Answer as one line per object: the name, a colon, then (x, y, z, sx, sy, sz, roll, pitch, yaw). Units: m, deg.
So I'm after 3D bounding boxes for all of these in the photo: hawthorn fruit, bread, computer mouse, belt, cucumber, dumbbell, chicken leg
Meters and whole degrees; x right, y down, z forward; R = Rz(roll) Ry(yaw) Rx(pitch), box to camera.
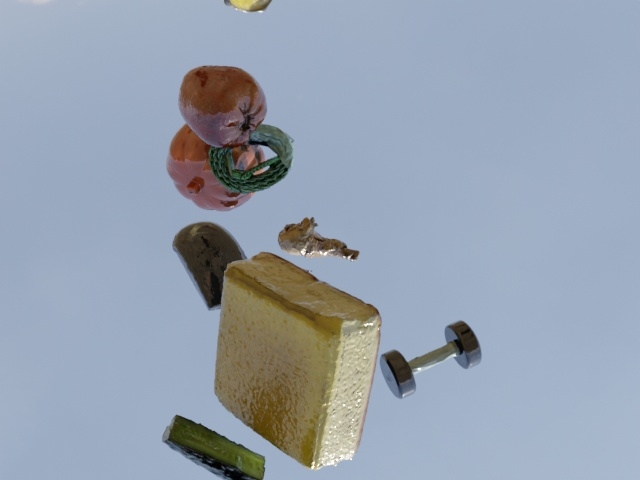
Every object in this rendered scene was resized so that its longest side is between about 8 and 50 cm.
hawthorn fruit: (-0.159, -0.217, 1.285, 0.138, 0.133, 0.133, 37, -123, 23)
bread: (-0.055, 0.222, 1.530, 0.323, 0.333, 0.143, 28, -150, 37)
computer mouse: (-0.294, 0.055, 2.250, 0.170, 0.269, 0.100, -27, 170, -24)
belt: (-0.115, -0.143, 1.376, 0.151, 0.121, 0.079, -9, -179, -5)
cucumber: (-0.208, 0.412, 1.540, 0.062, 0.211, 0.078, -51, -161, 27)
dumbbell: (0.223, 0.241, 1.632, 0.191, 0.100, 0.100, -21, -146, -12)
chicken leg: (-0.001, 0.002, 1.972, 0.207, 0.101, 0.085, 15, -163, -6)

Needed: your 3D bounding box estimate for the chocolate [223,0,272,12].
chocolate: (-0.265, -0.651, 1.795, 0.162, 0.162, 0.445, -31, -132, -21)

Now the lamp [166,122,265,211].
lamp: (-0.203, -0.141, 1.524, 0.187, 0.188, 0.164, 8, -136, 32)
